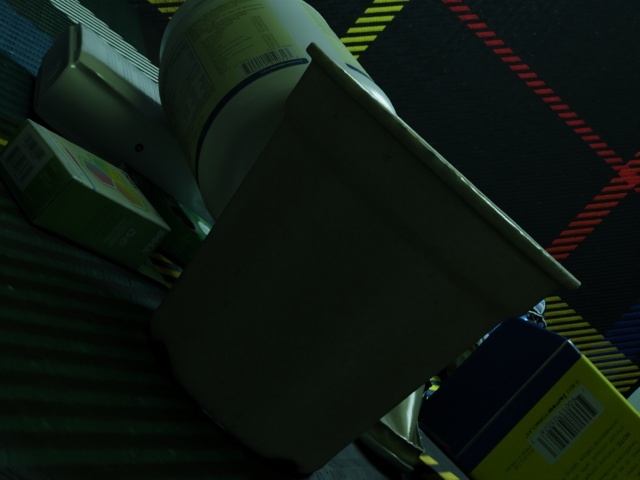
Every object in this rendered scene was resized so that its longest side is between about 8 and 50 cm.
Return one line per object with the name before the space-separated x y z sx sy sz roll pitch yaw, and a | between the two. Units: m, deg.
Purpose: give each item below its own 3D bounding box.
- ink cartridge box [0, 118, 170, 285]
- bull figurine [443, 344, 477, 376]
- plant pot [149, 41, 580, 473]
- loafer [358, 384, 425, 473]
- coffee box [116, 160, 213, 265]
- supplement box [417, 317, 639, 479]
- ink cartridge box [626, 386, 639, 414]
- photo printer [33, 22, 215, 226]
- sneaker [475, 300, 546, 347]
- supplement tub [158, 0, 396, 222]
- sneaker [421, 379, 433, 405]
ink cartridge box | -0.226 -0.036 1.135 0.109 0.062 0.209 47 9 36
bull figurine | 0.334 0.262 2.105 0.310 0.101 0.188 26 19 -34
plant pot | 0.017 0.038 1.037 0.334 0.305 0.334 41 7 -7
loafer | 0.080 0.179 1.331 0.094 0.087 0.251 38 17 -27
coffee box | -0.178 -0.015 1.343 0.184 0.040 0.113 38 8 -30
supplement box | 0.317 0.292 1.352 0.356 0.195 0.194 45 -4 -11
ink cartridge box | 0.482 0.374 1.499 0.091 0.308 0.385 40 8 -22
photo printer | -0.240 -0.145 1.490 0.307 0.107 0.256 39 10 -25
sneaker | 0.343 0.156 1.945 0.130 0.147 0.330 49 9 -47
supplement tub | -0.062 -0.158 1.306 0.235 0.235 0.325 36 15 -37
sneaker | 0.122 0.206 1.480 0.067 0.078 0.188 44 8 8
